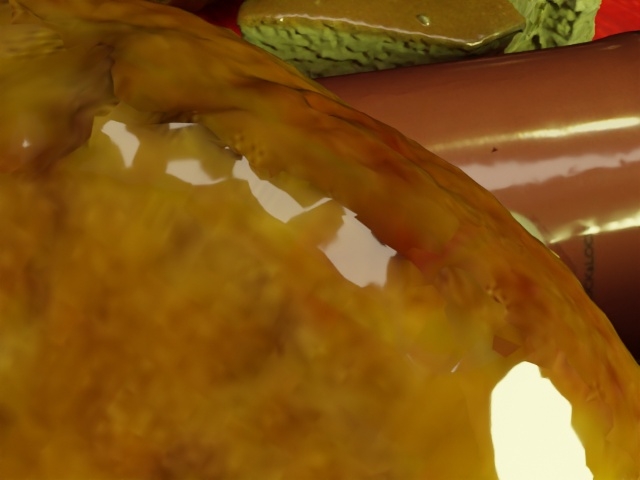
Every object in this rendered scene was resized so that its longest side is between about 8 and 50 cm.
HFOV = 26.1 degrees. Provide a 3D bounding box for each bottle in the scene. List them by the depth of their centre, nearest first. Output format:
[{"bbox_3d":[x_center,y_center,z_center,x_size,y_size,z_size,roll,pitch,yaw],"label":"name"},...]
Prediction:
[{"bbox_3d":[0.000,0.000,0.557,0.336,0.144,0.144,-7,57,-12],"label":"bottle"}]

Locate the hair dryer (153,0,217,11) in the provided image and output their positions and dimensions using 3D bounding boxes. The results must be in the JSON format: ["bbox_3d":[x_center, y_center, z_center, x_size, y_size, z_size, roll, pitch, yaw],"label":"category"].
[{"bbox_3d":[0.006,-0.173,0.625,0.135,0.278,0.090,-26,104,-23],"label":"hair dryer"}]

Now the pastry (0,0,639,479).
[{"bbox_3d":[-0.063,0.097,0.402,0.356,0.164,0.356,1,98,7],"label":"pastry"}]

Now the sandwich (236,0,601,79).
[{"bbox_3d":[0.075,-0.107,0.676,0.244,0.090,0.088,-29,60,-27],"label":"sandwich"}]
